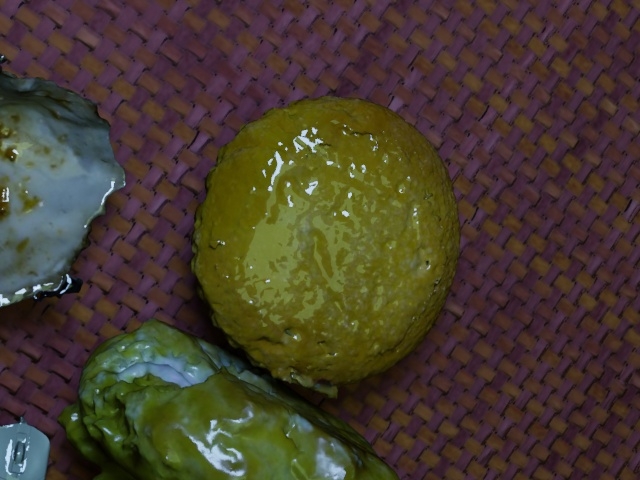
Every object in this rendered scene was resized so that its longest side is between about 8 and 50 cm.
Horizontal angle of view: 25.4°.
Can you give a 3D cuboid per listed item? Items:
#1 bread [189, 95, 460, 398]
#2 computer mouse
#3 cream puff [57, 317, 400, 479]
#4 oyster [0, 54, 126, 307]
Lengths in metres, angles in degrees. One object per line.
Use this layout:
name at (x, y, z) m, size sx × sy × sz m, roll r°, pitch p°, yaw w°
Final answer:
bread at (0.002, -0.002, 1.156) m, size 0.240 × 0.139 × 0.239 m, roll -3°, pitch 98°, yaw -19°
computer mouse at (-0.251, 0.198, 1.154) m, size 0.056 × 0.032 × 0.110 m, roll 11°, pitch 93°, yaw -21°
cream puff at (-0.081, 0.189, 1.095) m, size 0.282 × 0.282 × 0.185 m, roll 30°, pitch 92°, yaw -20°
oyster at (-0.291, 0.017, 1.064) m, size 0.198 × 0.133 × 0.337 m, roll 35°, pitch 88°, yaw -22°
